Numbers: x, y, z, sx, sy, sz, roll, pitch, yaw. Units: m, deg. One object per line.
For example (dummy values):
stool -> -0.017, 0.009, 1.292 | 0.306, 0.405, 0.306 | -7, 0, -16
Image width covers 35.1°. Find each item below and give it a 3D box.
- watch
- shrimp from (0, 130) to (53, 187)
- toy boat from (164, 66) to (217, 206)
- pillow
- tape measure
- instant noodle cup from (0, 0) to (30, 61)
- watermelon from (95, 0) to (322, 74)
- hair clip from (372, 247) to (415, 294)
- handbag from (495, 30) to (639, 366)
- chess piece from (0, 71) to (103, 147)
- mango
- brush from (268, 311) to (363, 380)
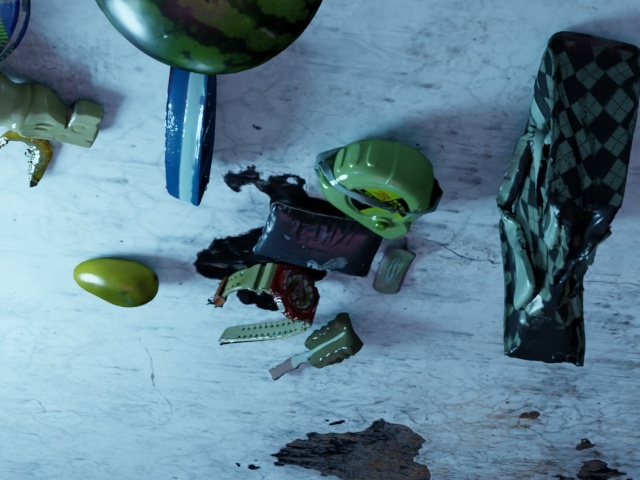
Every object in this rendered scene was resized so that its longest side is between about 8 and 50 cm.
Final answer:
watch -> -0.125, 0.125, 1.893 | 0.269, 0.102, 0.165 | -13, 133, 34
shrimp -> -0.479, -0.131, 1.635 | 0.091, 0.025, 0.127 | 11, 137, -8
toy boat -> -0.193, -0.173, 1.506 | 0.062, 0.096, 0.299 | 14, 140, 2
pillow -> 0.000, 0.000, 1.736 | 0.209, 0.055, 0.141 | 13, 135, -11
tape measure -> 0.095, -0.091, 1.576 | 0.200, 0.106, 0.175 | 32, 148, -29
instant noodle cup -> -0.559, -0.249, 1.325 | 0.284, 0.284, 0.312 | 21, 147, -21
watermelon -> -0.128, -0.329, 1.145 | 0.285, 0.285, 0.285 | 2, 142, 2
hair clip -> 0.133, 0.051, 1.817 | 0.054, 0.022, 0.137 | 10, 142, -6
handbag -> 0.346, -0.039, 1.448 | 0.180, 0.316, 0.416 | 8, 142, 5
chess piece -> -0.427, -0.194, 1.520 | 0.201, 0.090, 0.090 | 14, 142, -30
mango -> -0.377, 0.075, 1.853 | 0.161, 0.076, 0.103 | 12, 149, 4
brush -> -0.018, 0.228, 2.025 | 0.071, 0.084, 0.301 | -10, 163, -38
